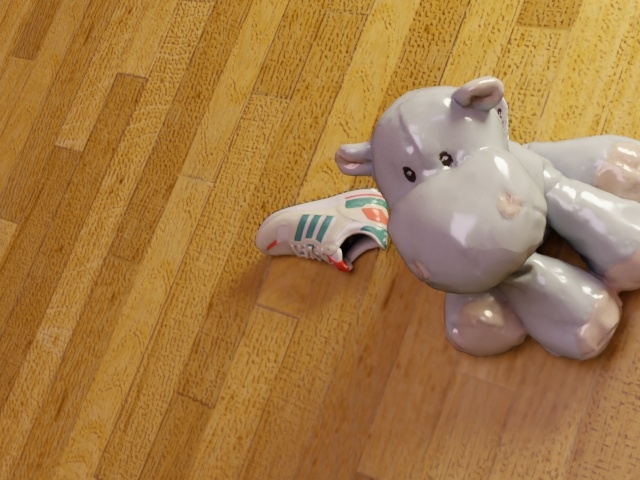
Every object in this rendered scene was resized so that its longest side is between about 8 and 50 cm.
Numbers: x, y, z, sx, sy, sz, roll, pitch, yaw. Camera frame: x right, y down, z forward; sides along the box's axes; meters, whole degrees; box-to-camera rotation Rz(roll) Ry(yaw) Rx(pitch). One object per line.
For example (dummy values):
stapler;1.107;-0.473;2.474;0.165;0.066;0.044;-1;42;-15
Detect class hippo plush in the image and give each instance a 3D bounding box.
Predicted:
hippo plush;0.160;-0.052;0.694;0.234;0.236;0.294;-23;62;20

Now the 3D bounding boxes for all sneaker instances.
sneaker;0.000;0.000;0.870;0.161;0.057;0.075;-16;58;20
